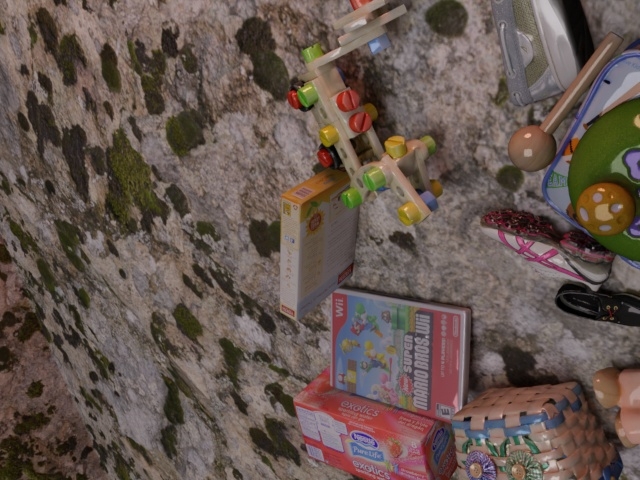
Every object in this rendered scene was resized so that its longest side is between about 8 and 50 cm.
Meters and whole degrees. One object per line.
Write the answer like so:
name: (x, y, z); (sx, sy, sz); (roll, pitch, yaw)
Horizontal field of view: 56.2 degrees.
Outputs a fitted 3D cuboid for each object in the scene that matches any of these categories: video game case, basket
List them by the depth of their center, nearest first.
basket: (0.340, 0.381, 0.940); (0.255, 0.201, 0.289); (-25, 88, 46)
video game case: (0.136, 0.202, 1.095); (0.285, 0.025, 0.204); (7, 100, 39)

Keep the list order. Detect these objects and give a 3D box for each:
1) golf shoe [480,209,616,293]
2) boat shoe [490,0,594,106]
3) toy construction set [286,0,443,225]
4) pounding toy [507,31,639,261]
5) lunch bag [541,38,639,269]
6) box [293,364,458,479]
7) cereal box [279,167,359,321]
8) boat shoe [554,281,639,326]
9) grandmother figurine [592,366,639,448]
golf shoe: (0.307, 0.016, 0.838); (0.186, 0.067, 0.086); (24, 125, 30)
boat shoe: (0.216, -0.311, 0.686); (0.103, 0.118, 0.320); (-14, 112, 41)
toy construction set: (0.063, -0.183, 0.873); (0.215, 0.151, 0.327); (12, 118, 66)
pounding toy: (0.309, -0.064, 0.601); (0.237, 0.110, 0.183); (46, 133, 13)
lunch bag: (0.421, -0.074, 0.654); (0.303, 0.115, 0.243); (35, 132, 21)
box: (0.112, 0.366, 1.178); (0.300, 0.142, 0.154); (4, 118, 40)
cereal box: (0.000, 0.000, 1.027); (0.047, 0.173, 0.240); (25, 129, 28)
boat shoe: (0.395, 0.095, 0.833); (0.133, 0.042, 0.049); (16, 123, 32)
grandmother figurine: (0.534, 0.202, 0.736); (0.208, 0.104, 0.342); (52, 141, -10)
